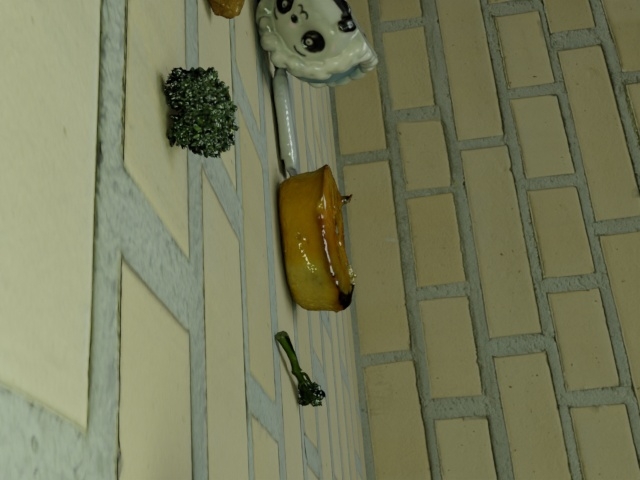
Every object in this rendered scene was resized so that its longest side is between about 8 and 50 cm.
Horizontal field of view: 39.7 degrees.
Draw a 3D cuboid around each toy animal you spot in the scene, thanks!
[{"bbox_3d":[-0.017,-0.341,1.431,0.208,0.156,0.204,60,13,3],"label":"toy animal"}]

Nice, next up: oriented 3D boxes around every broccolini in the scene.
[{"bbox_3d":[-0.035,0.183,1.281,0.218,0.044,0.042,69,29,-51],"label":"broccolini"},{"bbox_3d":[-0.095,-0.129,0.795,0.201,0.058,0.074,-80,170,-71],"label":"broccolini"}]

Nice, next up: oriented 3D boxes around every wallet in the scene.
[{"bbox_3d":[-0.059,-0.201,1.533,0.124,0.031,0.183,50,32,-82],"label":"wallet"}]

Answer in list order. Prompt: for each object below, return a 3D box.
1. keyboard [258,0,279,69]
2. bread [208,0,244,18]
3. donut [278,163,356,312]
[{"bbox_3d":[-0.087,-0.366,1.549,0.204,0.013,0.061,72,11,-65],"label":"keyboard"},{"bbox_3d":[-0.112,-0.306,0.942,0.157,0.044,0.052,79,0,-52],"label":"bread"},{"bbox_3d":[0.000,0.000,1.440,0.253,0.118,0.254,-5,90,-88],"label":"donut"}]
